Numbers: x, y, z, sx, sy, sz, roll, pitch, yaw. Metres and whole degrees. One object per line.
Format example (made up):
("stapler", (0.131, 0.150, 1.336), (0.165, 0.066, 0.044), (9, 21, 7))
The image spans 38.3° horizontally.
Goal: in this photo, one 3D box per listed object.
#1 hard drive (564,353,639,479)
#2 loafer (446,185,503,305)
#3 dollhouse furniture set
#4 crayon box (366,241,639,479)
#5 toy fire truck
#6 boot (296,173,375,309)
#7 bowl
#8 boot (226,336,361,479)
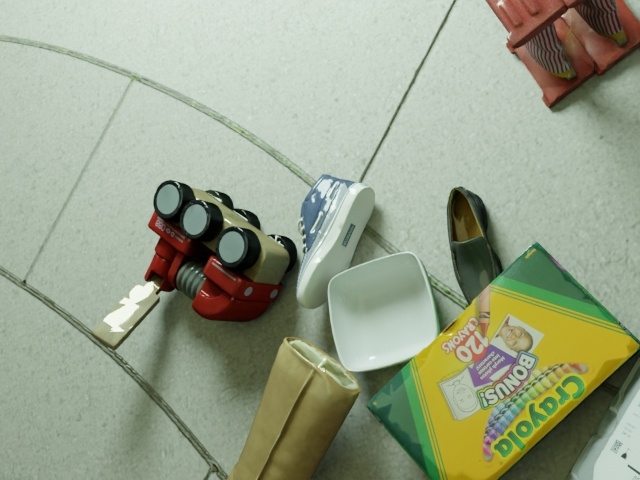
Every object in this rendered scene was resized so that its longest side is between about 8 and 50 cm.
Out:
("hard drive", (0.369, 0.189, 0.919), (0.064, 0.237, 0.338), (30, 91, -8))
("loafer", (0.188, 0.012, 1.164), (0.062, 0.061, 0.170), (-21, 66, 20))
("dollhouse furniture set", (0.246, -0.380, 1.181), (0.152, 0.201, 0.374), (-34, 62, 15))
("crayon box", (0.213, 0.159, 1.074), (0.278, 0.081, 0.165), (-46, 71, 8))
("toy fire truck", (-0.190, 0.062, 1.312), (0.217, 0.158, 0.246), (34, 103, 32))
("boot", (0.000, 0.000, 1.273), (0.086, 0.069, 0.190), (20, 76, 39))
("bowl", (0.088, 0.098, 1.195), (0.142, 0.053, 0.142), (-20, 65, 22))
("boot", (-0.022, 0.291, 1.143), (0.236, 0.089, 0.269), (32, 100, 33))
